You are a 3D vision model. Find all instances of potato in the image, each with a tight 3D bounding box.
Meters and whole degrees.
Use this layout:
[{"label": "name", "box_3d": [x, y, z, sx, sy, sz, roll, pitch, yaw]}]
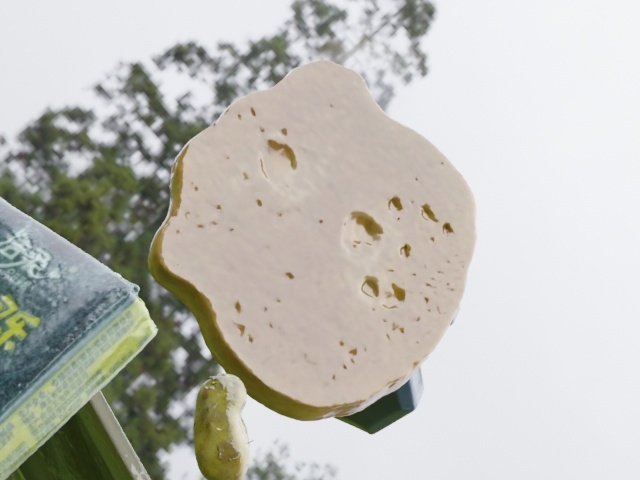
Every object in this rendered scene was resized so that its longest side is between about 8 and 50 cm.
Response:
[{"label": "potato", "box_3d": [-0.080, 0.152, 0.978, 0.046, 0.045, 0.092, 155, -67, -65]}]

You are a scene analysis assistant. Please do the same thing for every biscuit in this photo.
[{"label": "biscuit", "box_3d": [-0.001, 0.001, 1.385, 0.365, 0.385, 0.062, 45, -29, -4]}]

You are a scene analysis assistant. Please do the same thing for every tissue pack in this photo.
[{"label": "tissue pack", "box_3d": [-0.279, 0.097, 0.930, 0.185, 0.257, 0.081, 30, -28, 32]}]

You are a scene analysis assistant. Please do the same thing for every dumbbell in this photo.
[{"label": "dumbbell", "box_3d": [0.094, 0.127, 1.699, 0.160, 0.325, 0.144, 25, -60, 6]}]

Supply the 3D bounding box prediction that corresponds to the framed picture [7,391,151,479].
[{"label": "framed picture", "box_3d": [-0.361, 0.292, 1.679, 0.326, 0.028, 0.446, -34, -95, 47]}]
